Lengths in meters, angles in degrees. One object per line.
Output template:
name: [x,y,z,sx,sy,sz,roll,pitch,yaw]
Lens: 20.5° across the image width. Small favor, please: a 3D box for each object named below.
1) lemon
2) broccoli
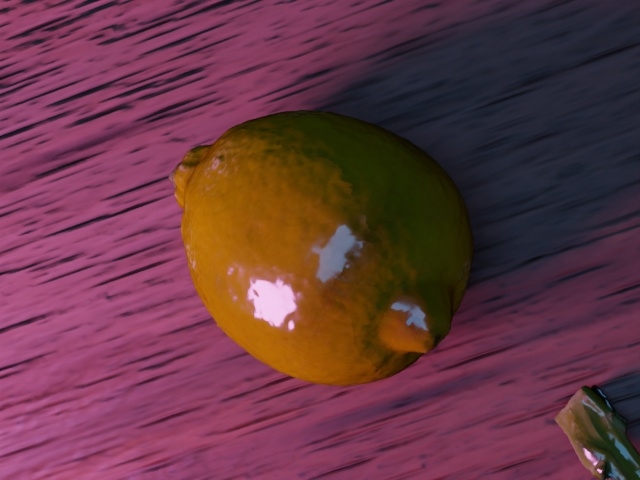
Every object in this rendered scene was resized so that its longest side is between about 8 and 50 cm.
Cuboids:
lemon: [0.000,0.000,1.225,0.248,0.184,0.184,33,95,29]
broccoli: [0.232,0.189,1.215,0.118,0.122,0.204,-35,66,-6]
